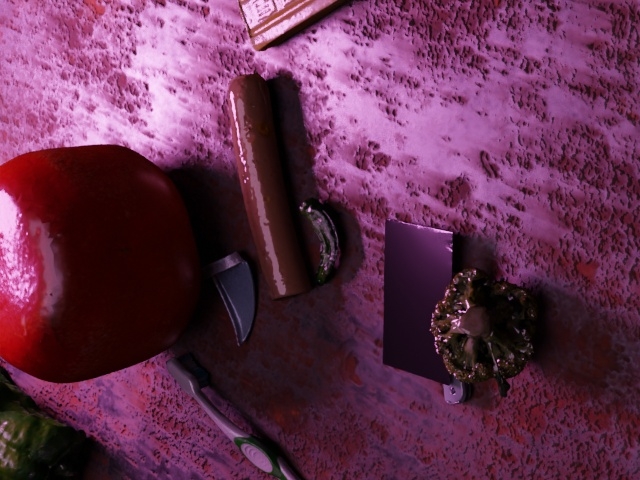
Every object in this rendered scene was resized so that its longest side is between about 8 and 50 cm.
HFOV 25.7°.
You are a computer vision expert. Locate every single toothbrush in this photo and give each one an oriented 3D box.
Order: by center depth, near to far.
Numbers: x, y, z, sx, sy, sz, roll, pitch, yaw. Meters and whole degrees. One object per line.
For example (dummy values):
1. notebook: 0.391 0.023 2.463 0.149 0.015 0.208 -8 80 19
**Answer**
1. toothbrush: -0.075 0.302 1.918 0.418 0.040 0.042 45 133 25

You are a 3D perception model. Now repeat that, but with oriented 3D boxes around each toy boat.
1. toy boat: -0.113 0.080 1.923 0.096 0.034 0.122 -25 90 42

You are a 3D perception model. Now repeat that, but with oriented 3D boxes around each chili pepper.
1. chili pepper: 0.007 0.001 1.800 0.055 0.035 0.118 5 111 53
2. chili pepper: -0.544 0.283 2.197 0.385 0.213 0.167 30 85 19

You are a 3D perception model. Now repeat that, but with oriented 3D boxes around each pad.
1. pad: 0.118 0.074 1.717 0.127 0.004 0.190 15 108 52

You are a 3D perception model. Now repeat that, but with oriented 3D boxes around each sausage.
1. sausage: -0.072 -0.070 1.833 0.065 0.065 0.301 -13 88 41

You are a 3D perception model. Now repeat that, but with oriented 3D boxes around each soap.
1. soap: -0.010 -0.325 1.748 0.252 0.037 0.092 -24 81 41

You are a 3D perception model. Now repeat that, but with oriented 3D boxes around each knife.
1. knife: 0.163 0.118 1.691 0.044 0.023 0.162 0 98 41

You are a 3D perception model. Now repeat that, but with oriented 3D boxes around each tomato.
1. tomato: -0.326 0.031 1.924 0.290 0.293 0.325 -7 87 63

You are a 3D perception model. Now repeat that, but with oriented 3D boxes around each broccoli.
1. broccoli: 0.187 0.100 1.605 0.130 0.120 0.131 34 88 21
